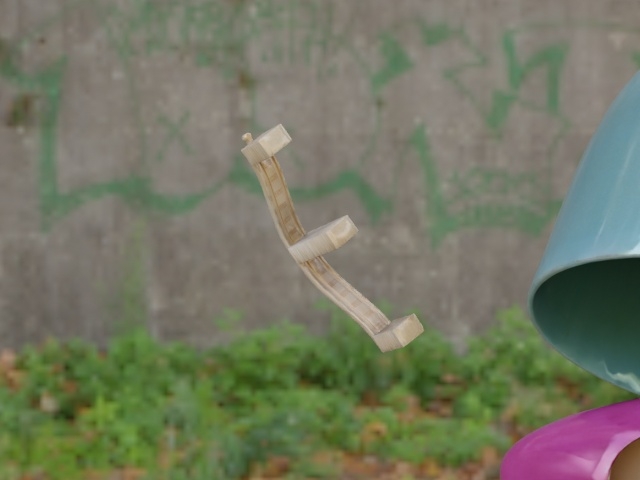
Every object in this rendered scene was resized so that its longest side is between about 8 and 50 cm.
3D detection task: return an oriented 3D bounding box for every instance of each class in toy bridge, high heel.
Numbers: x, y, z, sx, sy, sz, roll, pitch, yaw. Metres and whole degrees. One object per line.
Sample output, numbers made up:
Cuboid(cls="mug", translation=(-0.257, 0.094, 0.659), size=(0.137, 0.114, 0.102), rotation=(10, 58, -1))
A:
Cuboid(cls="toy bridge", translation=(0.000, 0.000, 1.282), size=(0.026, 0.188, 0.063), rotation=(-40, 8, -31))
Cuboid(cls="high heel", translation=(0.275, 0.177, 1.198), size=(0.377, 0.127, 0.181), rotation=(-2, 2, 28))

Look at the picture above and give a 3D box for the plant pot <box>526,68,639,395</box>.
Cuboid(cls="plant pot", translation=(0.326, -0.023, 1.359), size=(0.293, 0.235, 0.293), rotation=(14, -23, 6))
